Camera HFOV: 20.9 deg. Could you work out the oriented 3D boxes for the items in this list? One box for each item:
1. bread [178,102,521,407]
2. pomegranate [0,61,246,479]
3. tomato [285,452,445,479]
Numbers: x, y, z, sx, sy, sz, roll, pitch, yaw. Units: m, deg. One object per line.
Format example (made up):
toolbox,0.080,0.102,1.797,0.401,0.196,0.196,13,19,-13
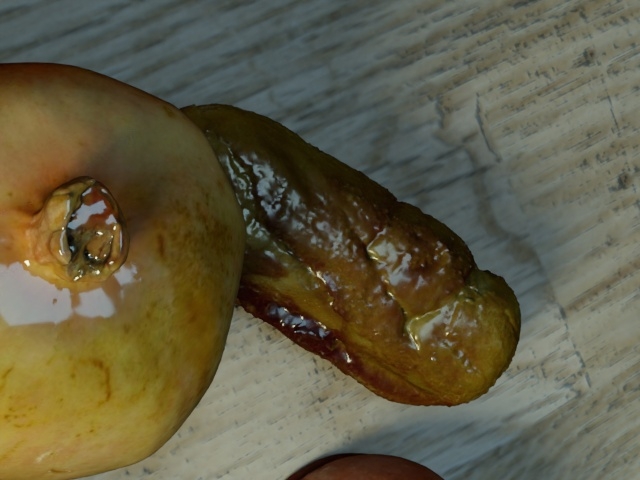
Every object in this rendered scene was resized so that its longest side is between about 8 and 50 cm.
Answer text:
bread,-0.002,0.000,1.142,0.344,0.084,0.124,35,70,-24
pomegranate,-0.160,0.015,0.934,0.252,0.270,0.229,13,71,-28
tomato,0.049,0.257,1.143,0.199,0.112,0.228,-40,104,-25
